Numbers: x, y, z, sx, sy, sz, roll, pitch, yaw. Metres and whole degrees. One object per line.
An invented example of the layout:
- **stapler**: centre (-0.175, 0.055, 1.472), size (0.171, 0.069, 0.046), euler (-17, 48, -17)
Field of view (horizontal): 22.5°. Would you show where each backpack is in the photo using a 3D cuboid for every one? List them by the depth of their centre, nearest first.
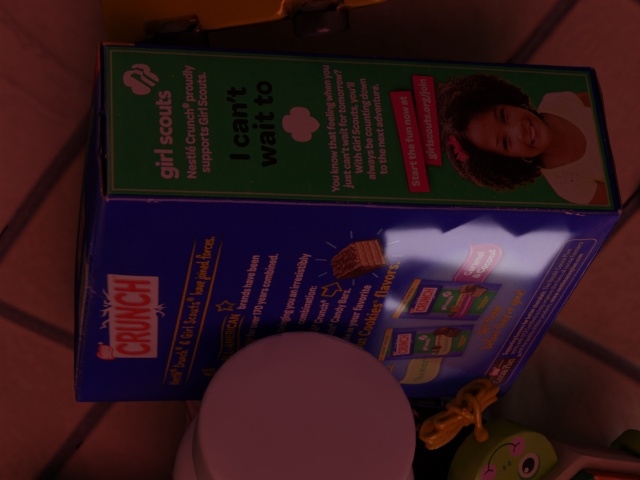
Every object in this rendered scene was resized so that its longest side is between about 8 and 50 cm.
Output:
- **backpack**: centre (0.076, 0.147, 1.249), size (0.114, 0.084, 0.105), euler (10, 121, -12)

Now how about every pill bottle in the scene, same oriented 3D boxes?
- **pill bottle**: centre (-0.024, 0.190, 1.099), size (0.161, 0.161, 0.283), euler (-2, 148, -10)

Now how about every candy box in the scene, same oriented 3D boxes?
- **candy box**: centre (0.000, 0.000, 1.061), size (0.317, 0.122, 0.268), euler (0, 149, -13)

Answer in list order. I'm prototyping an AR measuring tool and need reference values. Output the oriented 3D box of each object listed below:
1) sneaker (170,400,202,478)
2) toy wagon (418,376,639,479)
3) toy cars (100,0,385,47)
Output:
- **sneaker**: centre (-0.092, 0.169, 1.250), size (0.070, 0.051, 0.134), euler (-26, 129, 0)
- **toy wagon**: centre (0.165, 0.254, 1.172), size (0.267, 0.068, 0.344), euler (-38, 122, -22)
- **toy cars**: centre (0.022, -0.250, 0.969), size (0.176, 0.087, 0.393), euler (43, 109, 7)
